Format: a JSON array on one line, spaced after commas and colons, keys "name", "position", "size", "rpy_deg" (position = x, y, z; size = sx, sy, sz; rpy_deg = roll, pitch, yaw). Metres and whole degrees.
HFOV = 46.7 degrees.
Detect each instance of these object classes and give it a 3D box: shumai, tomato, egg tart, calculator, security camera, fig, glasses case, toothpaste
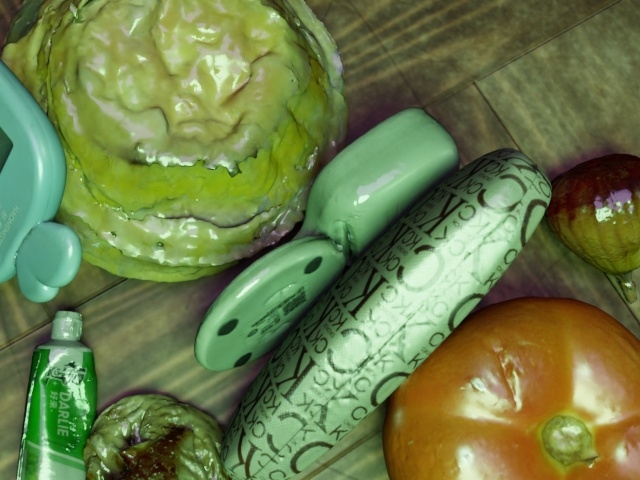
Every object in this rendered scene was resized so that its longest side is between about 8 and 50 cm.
[{"name": "shumai", "position": [-0.125, 0.202, 0.631], "size": [0.139, 0.105, 0.123], "rpy_deg": [49, 65, -25]}, {"name": "tomato", "position": [0.179, 0.169, 0.637], "size": [0.260, 0.180, 0.259], "rpy_deg": [3, 74, -10]}, {"name": "egg tart", "position": [-0.131, -0.138, 0.675], "size": [0.352, 0.150, 0.351], "rpy_deg": [2, 80, -14]}, {"name": "calculator", "position": [-0.301, -0.071, 0.630], "size": [0.302, 0.042, 0.188], "rpy_deg": [46, 119, 12]}, {"name": "security camera", "position": [0.000, 0.000, 0.668], "size": [0.302, 0.157, 0.080], "rpy_deg": [-38, 68, -14]}, {"name": "fig", "position": [0.294, -0.022, 0.758], "size": [0.119, 0.153, 0.119], "rpy_deg": [-16, 46, 17]}, {"name": "glasses case", "position": [0.047, 0.065, 0.614], "size": [0.085, 0.137, 0.354], "rpy_deg": [43, 99, -6]}, {"name": "toothpaste", "position": [-0.229, 0.185, 0.640], "size": [0.078, 0.047, 0.247], "rpy_deg": [7, 77, -25]}]
